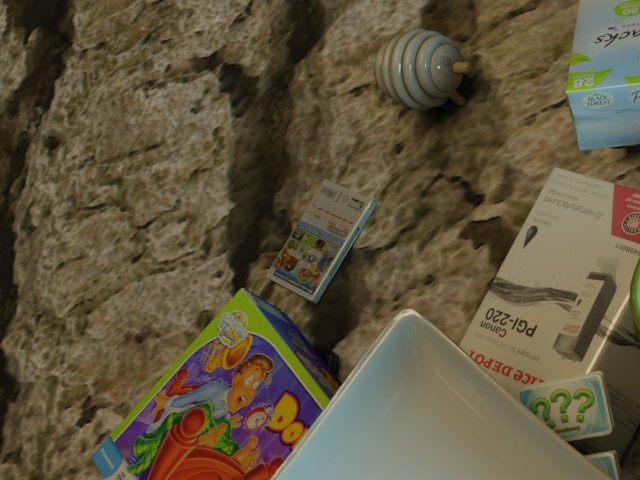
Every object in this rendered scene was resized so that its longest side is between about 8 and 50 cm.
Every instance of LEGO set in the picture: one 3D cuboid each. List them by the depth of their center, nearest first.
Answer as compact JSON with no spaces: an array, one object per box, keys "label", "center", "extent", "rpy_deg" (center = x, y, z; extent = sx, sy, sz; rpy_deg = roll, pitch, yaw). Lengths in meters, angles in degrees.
[{"label":"LEGO set","center":[0.127,0.215,1.530],"extent":[0.244,0.060,0.182],"rpy_deg":[-13,83,29]}]

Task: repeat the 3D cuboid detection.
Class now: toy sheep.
[{"label":"toy sheep","center":[0.106,-0.173,1.910],"extent":[0.132,0.091,0.091],"rpy_deg":[-3,61,44]}]

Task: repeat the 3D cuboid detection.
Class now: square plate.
[{"label":"square plate","center":[0.098,0.290,1.495],"extent":[0.347,0.049,0.344],"rpy_deg":[40,99,16]}]

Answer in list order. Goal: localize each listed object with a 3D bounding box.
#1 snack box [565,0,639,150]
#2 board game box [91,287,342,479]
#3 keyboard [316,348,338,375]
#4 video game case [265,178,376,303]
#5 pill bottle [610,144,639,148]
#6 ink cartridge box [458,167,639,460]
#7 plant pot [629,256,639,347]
[{"label":"snack box","center":[0.310,-0.171,1.625],"extent":[0.174,0.070,0.207],"rpy_deg":[-6,38,18]},{"label":"board game box","center":[-0.051,0.238,1.757],"extent":[0.233,0.078,0.347],"rpy_deg":[-49,45,8]},{"label":"keyboard","center":[-0.059,0.172,1.886],"extent":[0.180,0.023,0.108],"rpy_deg":[-16,47,39]},{"label":"video game case","center":[0.000,0.000,1.955],"extent":[0.087,0.011,0.122],"rpy_deg":[26,83,50]},{"label":"pill bottle","center":[0.305,-0.120,1.685],"extent":[0.116,0.065,0.065],"rpy_deg":[-7,58,44]},{"label":"ink cartridge box","center":[0.227,0.062,1.616],"extent":[0.158,0.092,0.218],"rpy_deg":[20,81,50]},{"label":"plant pot","center":[0.343,0.099,1.279],"extent":[0.275,0.293,0.275],"rpy_deg":[-27,38,24]}]
